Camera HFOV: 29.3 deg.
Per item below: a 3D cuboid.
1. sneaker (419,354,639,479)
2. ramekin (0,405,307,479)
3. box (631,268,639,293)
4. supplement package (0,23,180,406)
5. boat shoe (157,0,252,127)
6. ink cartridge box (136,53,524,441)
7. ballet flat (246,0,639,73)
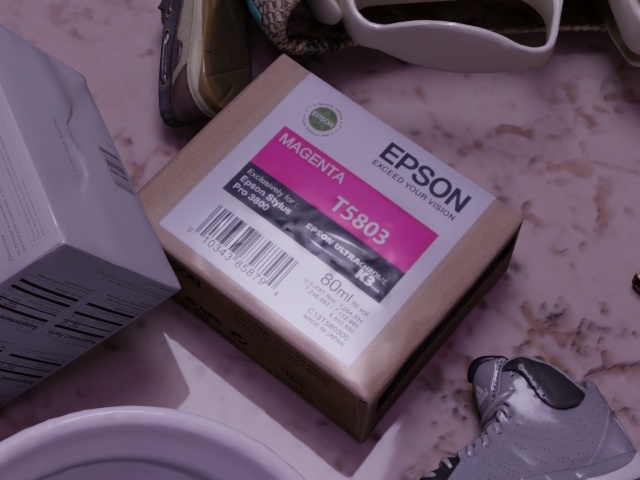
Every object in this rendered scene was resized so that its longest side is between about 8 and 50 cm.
[{"bbox_3d":[0.108,0.148,0.850,0.228,0.086,0.132,-10,58,-20],"label":"sneaker"},{"bbox_3d":[-0.117,0.239,0.712,0.277,0.135,0.277,2,79,-13],"label":"ramekin"},{"bbox_3d":[0.369,0.027,0.959,0.201,0.021,0.164,-38,71,-22],"label":"box"},{"bbox_3d":[-0.242,-0.007,0.822,0.203,0.149,0.194,-32,66,12],"label":"supplement package"},{"bbox_3d":[-0.100,-0.189,1.011,0.073,0.080,0.224,-17,53,25],"label":"boat shoe"},{"bbox_3d":[0.000,0.000,0.911,0.234,0.088,0.193,35,66,15],"label":"ink cartridge box"},{"bbox_3d":[0.177,-0.210,0.985,0.482,0.164,0.182,-7,51,-6],"label":"ballet flat"}]
